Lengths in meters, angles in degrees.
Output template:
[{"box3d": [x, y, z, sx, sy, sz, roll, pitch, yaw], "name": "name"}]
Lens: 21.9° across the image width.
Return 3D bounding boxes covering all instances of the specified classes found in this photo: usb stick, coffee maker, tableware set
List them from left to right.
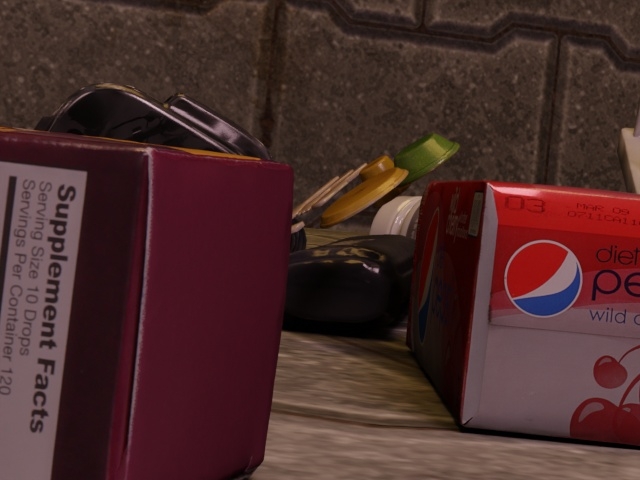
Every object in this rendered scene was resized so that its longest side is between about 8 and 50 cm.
[{"box3d": [-0.077, -0.025, 0.924, 0.171, 0.120, 0.178, 6, 3, -9], "name": "coffee maker"}, {"box3d": [0.000, 0.000, 0.774, 0.104, 0.024, 0.154, -24, 13, 48], "name": "tableware set"}, {"box3d": [0.022, 0.021, 0.952, 0.077, 0.045, 0.278, 4, 2, 7], "name": "usb stick"}]

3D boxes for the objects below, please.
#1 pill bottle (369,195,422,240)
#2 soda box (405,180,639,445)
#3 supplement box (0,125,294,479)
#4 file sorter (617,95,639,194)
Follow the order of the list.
[{"box3d": [0.102, 0.007, 1.122, 0.078, 0.078, 0.137, 4, 3, -44], "name": "pill bottle"}, {"box3d": [0.090, 0.020, 0.657, 0.092, 0.084, 0.263, 6, 3, -1], "name": "soda box"}, {"box3d": [-0.111, 0.010, 0.386, 0.188, 0.081, 0.104, 7, 2, 14], "name": "supplement box"}, {"box3d": [0.298, -0.064, 0.980, 0.192, 0.173, 0.278, 6, 27, 1], "name": "file sorter"}]
